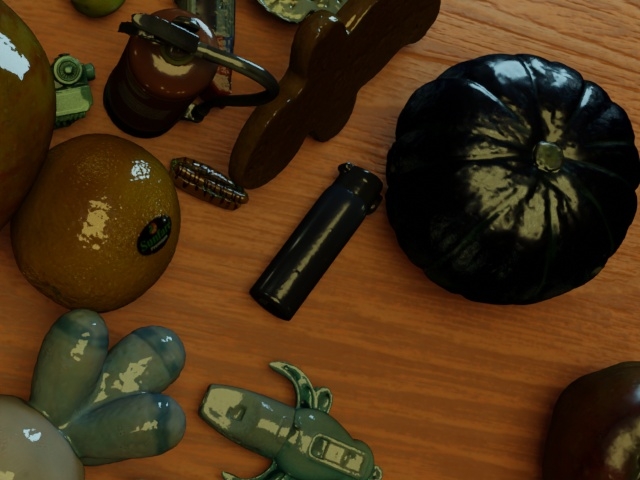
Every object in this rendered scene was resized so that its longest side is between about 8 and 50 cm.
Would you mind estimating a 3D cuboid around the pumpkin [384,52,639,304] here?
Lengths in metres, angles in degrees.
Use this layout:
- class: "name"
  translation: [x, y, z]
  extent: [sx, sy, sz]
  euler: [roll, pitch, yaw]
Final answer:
- class: "pumpkin"
  translation: [0.264, -0.086, 1.892]
  extent: [0.364, 0.266, 0.363]
  euler: [2, 82, -12]

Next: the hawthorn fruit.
- class: "hawthorn fruit"
  translation: [0.454, 0.311, 1.875]
  extent: [0.268, 0.301, 0.267]
  euler: [0, 95, -2]

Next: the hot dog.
- class: "hot dog"
  translation: [-0.156, -0.079, 1.886]
  extent: [0.122, 0.037, 0.049]
  euler: [23, 80, -11]

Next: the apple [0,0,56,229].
- class: "apple"
  translation: [-0.510, -0.146, 1.589]
  extent: [0.401, 0.333, 0.400]
  euler: [-9, 124, -13]

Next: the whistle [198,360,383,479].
- class: "whistle"
  translation: [-0.037, 0.273, 1.850]
  extent: [0.274, 0.093, 0.186]
  euler: [26, 77, -8]

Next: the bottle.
- class: "bottle"
  translation: [0.000, 0.000, 1.901]
  extent: [0.082, 0.072, 0.244]
  euler: [39, 75, -12]

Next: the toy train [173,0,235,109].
- class: "toy train"
  translation: [-0.163, -0.392, 1.897]
  extent: [0.089, 0.086, 0.409]
  euler: [3, 83, -15]

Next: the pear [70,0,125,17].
- class: "pear"
  translation: [-0.305, -0.349, 1.852]
  extent: [0.097, 0.092, 0.092]
  euler: [-12, 86, -35]

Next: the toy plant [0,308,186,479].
- class: "toy plant"
  translation: [-0.309, 0.221, 1.710]
  extent: [0.332, 0.247, 0.247]
  euler: [-41, 95, -22]

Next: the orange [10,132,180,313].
- class: "orange"
  translation: [-0.290, -0.023, 1.746]
  extent: [0.236, 0.236, 0.236]
  euler: [2, 82, -16]

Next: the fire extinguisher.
- class: "fire extinguisher"
  translation: [-0.170, -0.218, 1.720]
  extent: [0.200, 0.376, 0.113]
  euler: [-2, 84, -14]

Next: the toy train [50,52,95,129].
- class: "toy train"
  translation: [-0.385, -0.195, 1.820]
  extent: [0.172, 0.070, 0.099]
  euler: [-13, 97, -17]

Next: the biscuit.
- class: "biscuit"
  translation: [0.011, -0.246, 1.841]
  extent: [0.064, 0.283, 0.432]
  euler: [37, 76, 18]

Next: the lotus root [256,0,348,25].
- class: "lotus root"
  translation: [-0.014, -0.388, 1.947]
  extent: [0.183, 0.078, 0.203]
  euler: [26, 73, 0]
